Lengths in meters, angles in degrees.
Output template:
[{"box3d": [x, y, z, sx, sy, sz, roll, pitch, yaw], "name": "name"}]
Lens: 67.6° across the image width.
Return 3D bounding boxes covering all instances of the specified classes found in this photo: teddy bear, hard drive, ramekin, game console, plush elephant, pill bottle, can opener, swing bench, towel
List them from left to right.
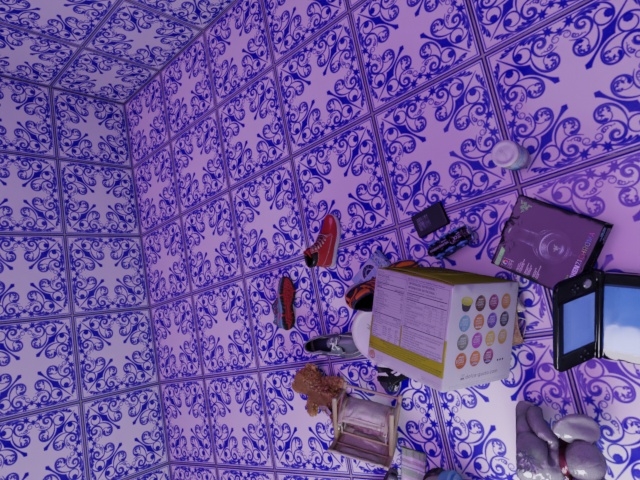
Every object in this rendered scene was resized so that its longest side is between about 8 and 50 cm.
[{"box3d": [0.030, 0.699, 2.141, 0.338, 0.113, 0.244, 18, 108, 32], "name": "teddy bear"}, {"box3d": [0.178, 0.737, 1.913, 0.254, 0.165, 0.254, 9, 104, 21], "name": "swing bench"}, {"box3d": [0.247, 0.360, 1.899, 0.273, 0.127, 0.272, 6, 100, 34], "name": "ramekin"}, {"box3d": [0.271, 1.069, 1.950, 0.095, 0.076, 0.283, 22, 105, 6], "name": "can opener"}, {"box3d": [0.365, 0.903, 1.886, 0.113, 0.023, 0.151, -1, 89, 40], "name": "towel"}, {"box3d": [0.424, -0.079, 1.847, 0.135, 0.022, 0.094, -31, 69, 37], "name": "hard drive"}, {"box3d": [0.633, -0.276, 1.575, 0.087, 0.160, 0.087, -1, 89, 41], "name": "pill bottle"}, {"box3d": [0.726, 0.646, 1.434, 0.256, 0.330, 0.271, -3, 80, 23], "name": "plush elephant"}, {"box3d": [0.816, 0.243, 1.358, 0.173, 0.250, 0.292, -152, 49, -64], "name": "game console"}]

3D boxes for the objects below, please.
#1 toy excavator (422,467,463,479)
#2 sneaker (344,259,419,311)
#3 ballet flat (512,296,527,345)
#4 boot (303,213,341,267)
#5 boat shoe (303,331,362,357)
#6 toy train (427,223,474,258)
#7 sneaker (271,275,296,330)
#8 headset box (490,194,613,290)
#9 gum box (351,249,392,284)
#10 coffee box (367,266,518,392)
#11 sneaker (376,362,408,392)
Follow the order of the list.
[{"box3d": [0.566, 1.001, 1.607, 0.445, 0.222, 0.432, -20, 78, 30], "name": "toy excavator"}, {"box3d": [0.254, 0.187, 1.813, 0.321, 0.180, 0.124, -29, 102, -2], "name": "sneaker"}, {"box3d": [0.661, 0.252, 1.620, 0.067, 0.073, 0.206, -2, 91, 14], "name": "ballet flat"}, {"box3d": [0.000, 0.000, 2.114, 0.088, 0.176, 0.244, 7, 93, 43], "name": "boot"}, {"box3d": [0.062, 0.465, 2.103, 0.320, 0.099, 0.116, -10, 83, 41], "name": "boat shoe"}, {"box3d": [0.477, 0.007, 1.744, 0.184, 0.105, 0.080, -36, 70, 35], "name": "toy train"}, {"box3d": [-0.198, 0.303, 2.331, 0.125, 0.104, 0.261, 2, 90, 43], "name": "sneaker"}, {"box3d": [0.719, 0.009, 1.518, 0.283, 0.131, 0.246, 30, 108, 38], "name": "headset box"}, {"box3d": [0.234, 0.159, 1.996, 0.157, 0.041, 0.184, 52, 121, 28], "name": "gum box"}, {"box3d": [0.407, 0.271, 1.611, 0.338, 0.338, 0.334, 11, 97, 54], "name": "coffee box"}, {"box3d": [0.319, 0.551, 1.902, 0.217, 0.079, 0.121, -3, 91, 49], "name": "sneaker"}]
